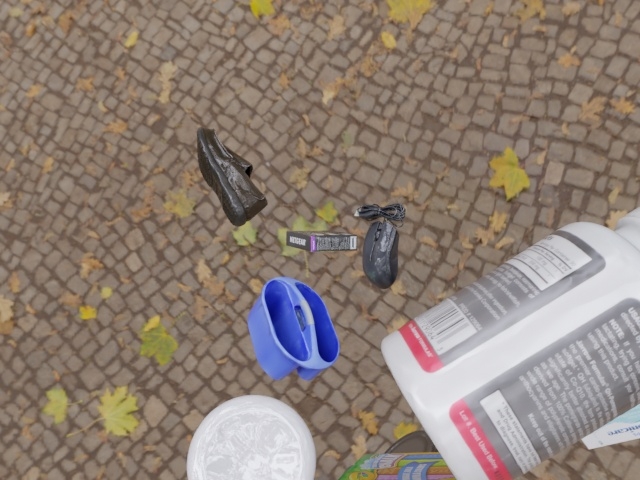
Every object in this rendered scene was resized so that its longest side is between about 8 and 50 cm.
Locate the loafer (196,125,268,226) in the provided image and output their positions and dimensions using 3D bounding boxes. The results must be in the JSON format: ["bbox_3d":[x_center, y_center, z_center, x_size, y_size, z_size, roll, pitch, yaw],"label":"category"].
[{"bbox_3d":[-0.161,-0.119,1.075,0.078,0.080,0.220,-19,63,-22],"label":"loafer"}]

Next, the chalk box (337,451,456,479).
[{"bbox_3d":[0.121,0.414,0.855,0.288,0.179,0.180,-9,82,17],"label":"chalk box"}]

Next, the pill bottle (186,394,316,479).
[{"bbox_3d":[-0.078,0.227,0.622,0.117,0.215,0.117,3,71,-10],"label":"pill bottle"}]

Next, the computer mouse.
[{"bbox_3d":[0.177,0.020,1.880,0.188,0.072,0.272,3,95,45],"label":"computer mouse"}]

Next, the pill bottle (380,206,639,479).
[{"bbox_3d":[0.234,0.093,0.586,0.318,0.176,0.176,-32,73,2],"label":"pill bottle"}]

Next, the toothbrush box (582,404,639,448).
[{"bbox_3d":[0.792,0.428,1.710,0.216,0.126,0.296,-32,100,36],"label":"toothbrush box"}]

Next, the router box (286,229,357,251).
[{"bbox_3d":[0.000,0.000,1.602,0.133,0.179,0.046,-1,95,-24],"label":"router box"}]

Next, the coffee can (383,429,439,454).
[{"bbox_3d":[0.298,0.675,1.582,0.201,0.201,0.275,-40,97,2],"label":"coffee can"}]

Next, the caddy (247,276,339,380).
[{"bbox_3d":[-0.079,0.268,1.846,0.179,0.241,0.341,-51,45,33],"label":"caddy"}]
